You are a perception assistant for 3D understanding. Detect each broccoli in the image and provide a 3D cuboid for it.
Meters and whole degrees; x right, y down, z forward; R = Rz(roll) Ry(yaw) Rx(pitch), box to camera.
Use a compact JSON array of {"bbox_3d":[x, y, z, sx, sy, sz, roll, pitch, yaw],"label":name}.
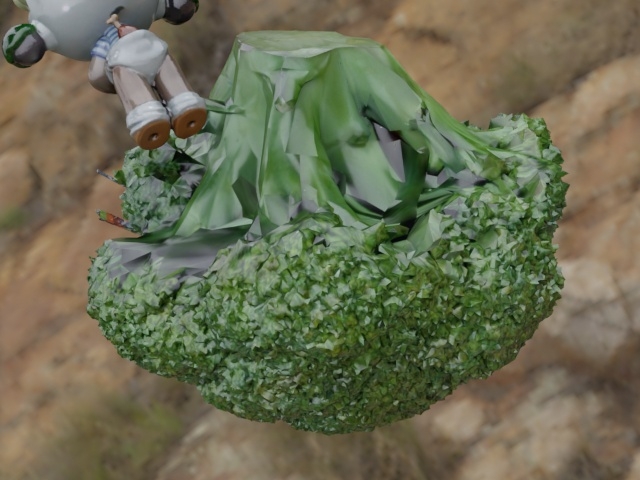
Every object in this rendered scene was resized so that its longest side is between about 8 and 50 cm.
[{"bbox_3d":[0.009,-0.001,1.353,0.310,0.321,0.413,-63,16,10],"label":"broccoli"}]

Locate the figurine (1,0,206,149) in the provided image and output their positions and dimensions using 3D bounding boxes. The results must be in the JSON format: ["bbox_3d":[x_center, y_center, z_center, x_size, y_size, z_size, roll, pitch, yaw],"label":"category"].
[{"bbox_3d":[-0.146,-0.143,1.221,0.147,0.197,0.093,-19,-19,-24],"label":"figurine"}]

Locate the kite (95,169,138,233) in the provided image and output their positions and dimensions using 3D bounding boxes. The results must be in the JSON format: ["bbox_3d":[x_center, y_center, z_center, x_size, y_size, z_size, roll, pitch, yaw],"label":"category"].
[{"bbox_3d":[-0.192,-0.005,2.060,0.010,0.160,0.183,-47,34,30],"label":"kite"}]
